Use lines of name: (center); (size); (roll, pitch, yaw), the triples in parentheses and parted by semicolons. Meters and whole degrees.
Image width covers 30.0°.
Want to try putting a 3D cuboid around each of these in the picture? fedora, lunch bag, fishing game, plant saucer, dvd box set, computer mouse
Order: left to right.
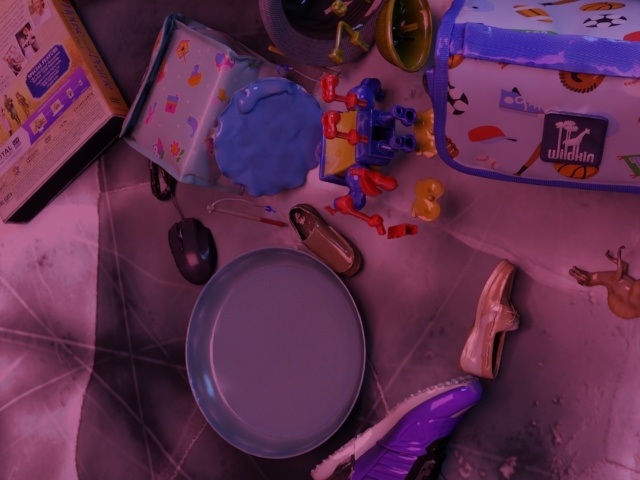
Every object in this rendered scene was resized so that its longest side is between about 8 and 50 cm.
dvd box set: (-0.526, -0.283, 2.087); (0.307, 0.062, 0.420); (-40, 68, 24)
computer mouse: (-0.231, -0.040, 1.924); (0.071, 0.041, 0.242); (-33, 71, 24)
lunch bag: (-0.202, -0.223, 1.860); (0.262, 0.160, 0.223); (35, 107, 42)
fishing game: (-0.079, -0.154, 1.783); (0.041, 0.189, 0.264); (38, 112, 55)
plant saucer: (-0.064, 0.168, 1.811); (0.317, 0.043, 0.318); (-2, 86, 29)
fedora: (0.000, -0.404, 1.736); (0.124, 0.243, 0.275); (45, 129, 46)
lunch bag: (0.308, -0.177, 1.403); (0.327, 0.385, 0.239); (8, 91, 12)

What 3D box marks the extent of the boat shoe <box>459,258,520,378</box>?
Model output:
boat shoe: (0.244, 0.110, 1.640); (0.059, 0.063, 0.170); (23, 106, 26)

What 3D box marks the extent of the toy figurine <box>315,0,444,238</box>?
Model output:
toy figurine: (0.036, -0.173, 1.709); (0.217, 0.191, 0.363); (-14, 73, 58)

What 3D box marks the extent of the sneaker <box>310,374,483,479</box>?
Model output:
sneaker: (0.133, 0.307, 1.667); (0.293, 0.102, 0.146); (-40, 72, 25)

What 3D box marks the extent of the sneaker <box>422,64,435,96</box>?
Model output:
sneaker: (0.213, -0.198, 1.670); (0.178, 0.077, 0.072); (34, 101, 28)

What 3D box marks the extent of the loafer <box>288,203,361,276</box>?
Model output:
loafer: (0.000, 0.000, 1.786); (0.148, 0.050, 0.056); (42, 106, 25)

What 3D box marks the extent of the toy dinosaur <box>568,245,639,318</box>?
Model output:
toy dinosaur: (0.415, 0.067, 1.562); (0.183, 0.053, 0.093); (38, 119, 33)
